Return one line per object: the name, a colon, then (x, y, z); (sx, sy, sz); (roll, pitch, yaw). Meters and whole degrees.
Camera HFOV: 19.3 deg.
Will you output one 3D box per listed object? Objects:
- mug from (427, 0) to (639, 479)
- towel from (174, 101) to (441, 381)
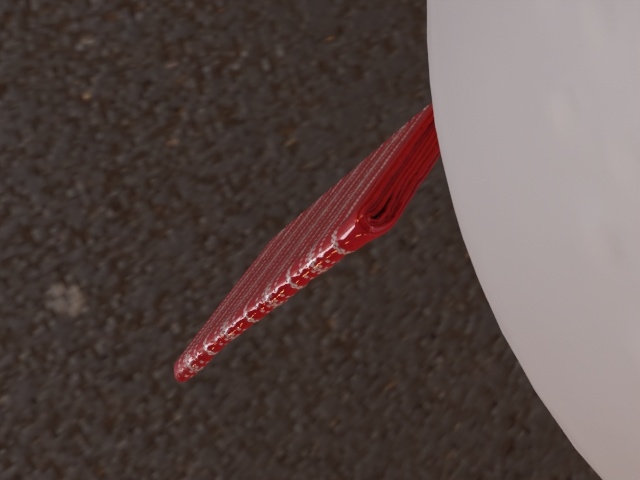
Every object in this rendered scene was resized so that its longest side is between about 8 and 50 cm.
mug: (0.230, -0.097, 0.304); (0.276, 0.328, 0.374); (36, 73, -13)
towel: (0.000, 0.000, 1.518); (0.031, 0.199, 0.275); (45, 133, -7)
